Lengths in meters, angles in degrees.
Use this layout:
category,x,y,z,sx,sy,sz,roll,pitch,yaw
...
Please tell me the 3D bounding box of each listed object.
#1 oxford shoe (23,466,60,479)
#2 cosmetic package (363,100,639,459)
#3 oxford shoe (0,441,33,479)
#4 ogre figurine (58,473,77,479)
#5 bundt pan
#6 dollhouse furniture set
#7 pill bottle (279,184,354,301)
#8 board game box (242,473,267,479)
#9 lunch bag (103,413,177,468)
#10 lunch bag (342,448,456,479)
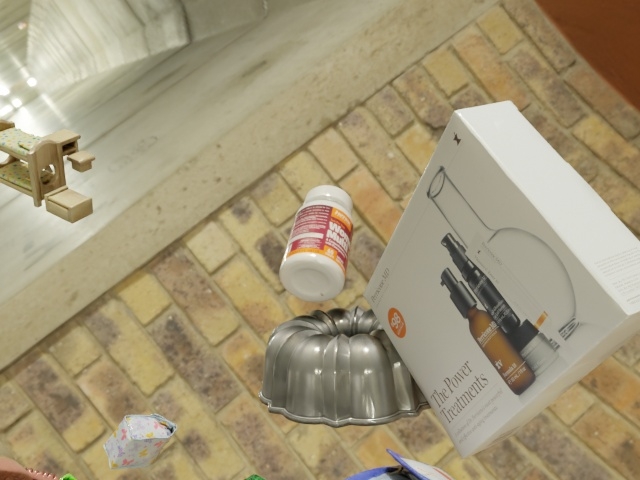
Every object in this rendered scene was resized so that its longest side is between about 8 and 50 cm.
category,x,y,z,sx,sy,sz,roll,pitch,yaw
oxford shoe,-0.513,0.423,0.954,0.348,0.130,0.123,12,-36,-6
cosmetic package,0.205,0.066,0.763,0.284,0.097,0.377,61,-30,30
oxford shoe,-0.534,0.258,0.755,0.146,0.140,0.397,35,-21,33
ogre figurine,-0.385,0.382,0.757,0.097,0.197,0.118,64,-28,6
bundt pan,0.053,0.194,1.049,0.331,0.330,0.124,-165,-110,-71
dollhouse furniture set,-0.400,-0.132,0.962,0.181,0.161,0.101,22,-55,20
pill bottle,0.000,0.000,1.168,0.221,0.121,0.121,-77,147,-45
board game box,-0.063,0.206,0.324,0.136,0.030,0.259,11,7,29
lunch bag,-0.261,0.292,0.890,0.083,0.071,0.053,17,28,-45
lunch bag,0.121,0.391,0.611,0.327,0.385,0.239,24,-68,46
